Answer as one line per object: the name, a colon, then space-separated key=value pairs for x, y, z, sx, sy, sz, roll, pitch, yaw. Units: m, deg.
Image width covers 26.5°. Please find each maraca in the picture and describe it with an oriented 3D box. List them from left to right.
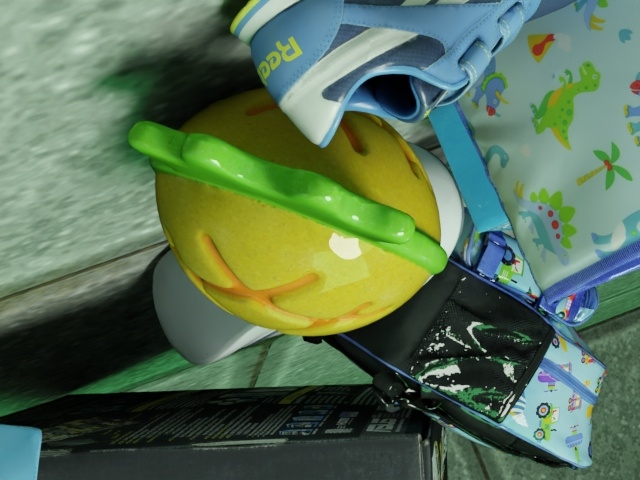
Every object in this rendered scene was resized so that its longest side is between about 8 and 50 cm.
maraca: x=-0.011 y=-0.014 z=0.534 sx=0.127 sy=0.099 sz=0.185 roll=16 pitch=176 yaw=7

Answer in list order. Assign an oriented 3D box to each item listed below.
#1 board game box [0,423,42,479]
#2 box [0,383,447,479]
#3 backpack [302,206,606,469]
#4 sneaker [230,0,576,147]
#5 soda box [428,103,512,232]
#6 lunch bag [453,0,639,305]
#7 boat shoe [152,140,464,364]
board game box: x=-0.259 y=0.162 z=0.608 sx=0.242 sy=0.064 sz=0.316 roll=8 pitch=148 yaw=-12
box: x=-0.076 y=0.154 z=0.910 sx=0.318 sy=0.097 sz=0.395 roll=-1 pitch=179 yaw=5
backpack: x=0.095 y=0.056 z=0.793 sx=0.117 sy=0.173 sz=0.158 roll=-60 pitch=-155 yaw=1
sneaker: x=0.041 y=-0.073 z=0.485 sx=0.144 sy=0.059 sz=0.053 roll=-19 pitch=166 yaw=-20
soda box: x=0.163 y=-0.077 z=0.663 sx=0.210 sy=0.071 sz=0.067 roll=-28 pitch=167 yaw=28
lunch bag: x=0.133 y=-0.060 z=0.545 sx=0.151 sy=0.128 sz=0.096 roll=-27 pitch=168 yaw=19
boat shoe: x=0.000 y=0.000 z=0.716 sx=0.084 sy=0.095 sz=0.258 roll=-19 pitch=180 yaw=-36
